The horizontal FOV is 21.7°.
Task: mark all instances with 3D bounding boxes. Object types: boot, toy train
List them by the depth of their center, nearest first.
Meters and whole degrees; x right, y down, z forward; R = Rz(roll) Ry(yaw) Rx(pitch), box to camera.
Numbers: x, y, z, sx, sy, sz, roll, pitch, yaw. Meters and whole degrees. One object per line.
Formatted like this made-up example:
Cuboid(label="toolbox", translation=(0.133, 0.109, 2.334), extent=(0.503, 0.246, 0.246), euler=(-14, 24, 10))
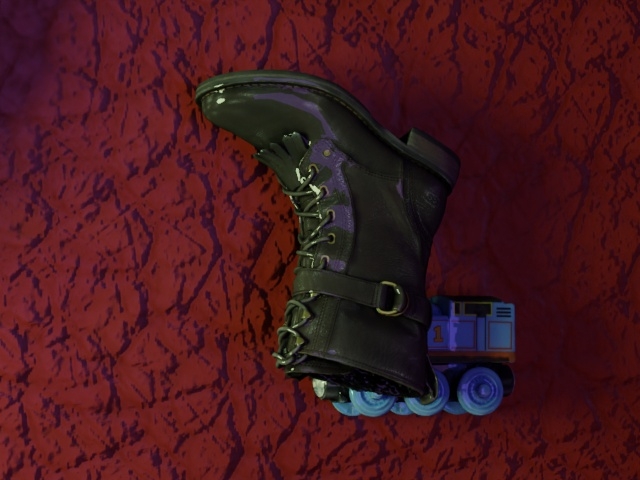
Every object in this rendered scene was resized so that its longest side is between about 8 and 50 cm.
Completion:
Cuboid(label="boot", translation=(0.000, 0.000, 1.349), extent=(0.263, 0.091, 0.229), euler=(21, 67, -18))
Cuboid(label="toy train", translation=(0.082, 0.098, 1.436), extent=(0.184, 0.080, 0.105), euler=(1, 84, -18))
